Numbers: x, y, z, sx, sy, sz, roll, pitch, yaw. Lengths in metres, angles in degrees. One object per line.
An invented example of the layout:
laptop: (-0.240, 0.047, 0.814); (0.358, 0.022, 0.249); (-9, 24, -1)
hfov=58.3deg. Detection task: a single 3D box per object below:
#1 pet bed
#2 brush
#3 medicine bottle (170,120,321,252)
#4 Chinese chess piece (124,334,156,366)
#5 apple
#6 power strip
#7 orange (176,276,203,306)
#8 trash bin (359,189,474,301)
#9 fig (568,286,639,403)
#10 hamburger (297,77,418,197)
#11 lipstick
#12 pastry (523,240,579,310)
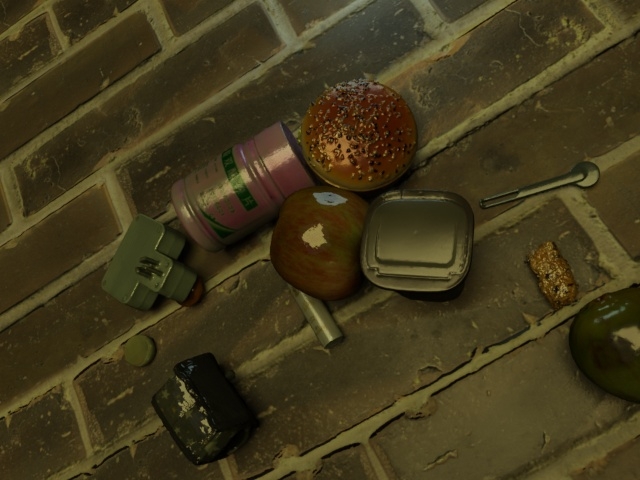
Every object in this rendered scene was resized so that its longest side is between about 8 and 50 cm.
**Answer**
pet bed: (-0.250, 0.382, 1.325); (0.159, 0.183, 0.211); (-47, 64, 7)
brush: (0.496, -0.119, 1.312); (0.266, 0.027, 0.062); (-16, 69, 17)
medicine bottle: (-0.184, -0.131, 1.436); (0.325, 0.212, 0.212); (-28, 68, 9)
Chinese chess piece: (-0.473, 0.289, 1.503); (0.084, 0.034, 0.084); (-5, 75, 19)
apple: (0.000, 0.000, 1.306); (0.264, 0.264, 0.265); (-5, 73, 17)
power strip: (-0.451, 0.062, 1.475); (0.261, 0.141, 0.230); (21, 83, 42)
orange: (-0.338, 0.132, 1.490); (0.086, 0.062, 0.086); (-14, 64, 31)
trash bin: (0.222, 0.027, 1.232); (0.219, 0.250, 0.219); (5, 75, 19)
fig: (0.588, 0.208, 1.084); (0.207, 0.207, 0.230); (-18, 73, 13)
hamburger: (0.088, -0.247, 1.376); (0.300, 0.176, 0.300); (-1, 67, 2)
lipstick: (-0.032, 0.139, 1.388); (0.059, 0.059, 0.264); (-35, 66, 6)
pastry: (0.500, 0.073, 1.232); (0.080, 0.056, 0.140); (-34, 69, 19)
